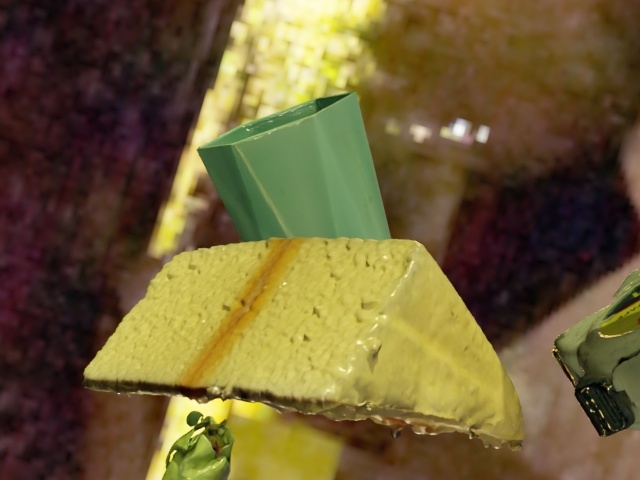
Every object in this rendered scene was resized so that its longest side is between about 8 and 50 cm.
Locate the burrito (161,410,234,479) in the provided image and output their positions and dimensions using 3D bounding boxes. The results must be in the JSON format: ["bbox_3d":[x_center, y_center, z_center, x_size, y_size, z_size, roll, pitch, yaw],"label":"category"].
[{"bbox_3d":[-0.151,0.290,1.745,0.104,0.054,0.288,22,88,-57],"label":"burrito"}]

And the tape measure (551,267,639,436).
[{"bbox_3d":[0.303,0.015,1.243,0.330,0.084,0.164,-33,-165,7],"label":"tape measure"}]

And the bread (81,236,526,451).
[{"bbox_3d":[-0.002,0.101,1.206,0.178,0.240,0.135,53,56,-30],"label":"bread"}]

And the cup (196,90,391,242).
[{"bbox_3d":[0.000,0.000,1.736,0.148,0.134,0.236,-36,109,-51],"label":"cup"}]
